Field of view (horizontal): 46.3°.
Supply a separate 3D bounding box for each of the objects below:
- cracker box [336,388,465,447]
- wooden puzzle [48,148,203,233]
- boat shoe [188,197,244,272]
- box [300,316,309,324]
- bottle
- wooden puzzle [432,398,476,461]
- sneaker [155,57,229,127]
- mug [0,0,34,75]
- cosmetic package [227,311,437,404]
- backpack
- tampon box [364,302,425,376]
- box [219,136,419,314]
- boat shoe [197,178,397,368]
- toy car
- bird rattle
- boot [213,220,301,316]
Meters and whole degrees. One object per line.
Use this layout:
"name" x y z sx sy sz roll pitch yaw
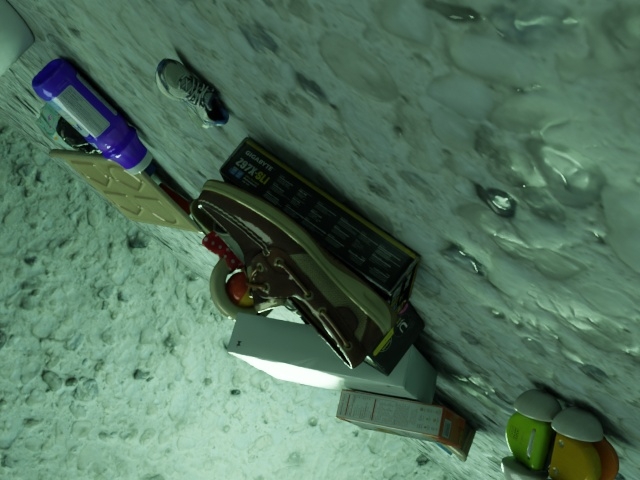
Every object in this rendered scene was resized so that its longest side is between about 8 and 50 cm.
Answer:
"cracker box" 0.170 0.375 1.574 0.232 0.067 0.156 4 161 30
"wooden puzzle" -0.486 -0.145 1.944 0.322 0.080 0.348 10 155 42
"boat shoe" -0.228 -0.017 1.771 0.223 0.080 0.073 50 169 -22
"box" -0.065 0.061 1.511 0.183 0.059 0.232 51 167 17
"bottle" -0.475 -0.254 1.583 0.283 0.092 0.118 48 170 -36
"wooden puzzle" 0.279 0.449 1.866 0.221 0.044 0.239 36 -169 12
"sneaker" -0.174 -0.207 1.048 0.058 0.052 0.135 15 162 38
"mug" -0.828 -0.414 1.478 0.374 0.328 0.276 42 167 -11
"cosmetic package" 0.034 0.257 1.578 0.378 0.097 0.284 8 164 21
"backpack" -0.572 -0.275 1.713 0.182 0.115 0.152 37 -179 40
"tampon box" 0.083 0.147 1.368 0.161 0.120 0.101 26 163 43
"box" 0.000 0.000 1.197 0.322 0.079 0.257 35 165 14
"boat shoe" -0.054 0.051 1.071 0.342 0.123 0.123 40 167 -5
"toy car" 0.382 0.327 1.179 0.136 0.159 0.182 3 -171 -34
"bird rattle" -0.162 0.078 1.666 0.254 0.206 0.143 35 152 -26
"boot" -0.111 0.031 1.277 0.208 0.076 0.190 43 166 -27
